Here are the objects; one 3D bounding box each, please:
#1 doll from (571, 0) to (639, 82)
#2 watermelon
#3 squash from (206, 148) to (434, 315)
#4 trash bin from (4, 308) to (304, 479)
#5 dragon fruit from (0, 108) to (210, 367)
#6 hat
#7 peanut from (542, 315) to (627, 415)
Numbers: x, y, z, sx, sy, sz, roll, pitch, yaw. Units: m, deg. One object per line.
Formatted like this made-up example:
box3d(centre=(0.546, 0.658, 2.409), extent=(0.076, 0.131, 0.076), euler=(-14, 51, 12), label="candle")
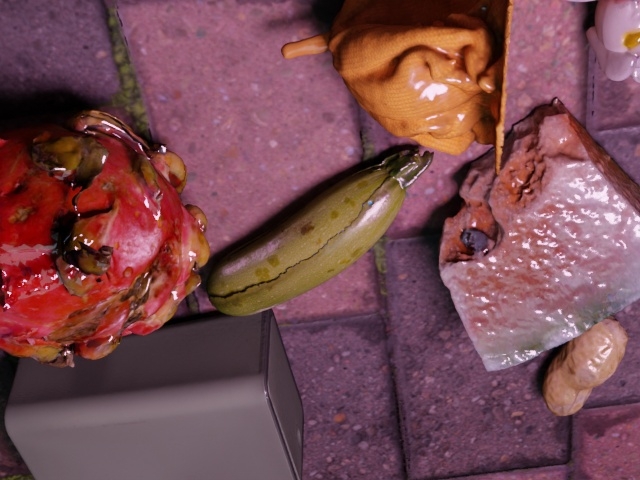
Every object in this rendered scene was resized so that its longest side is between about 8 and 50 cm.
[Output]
box3d(centre=(0.273, -0.311, 1.057), extent=(0.188, 0.099, 0.384), euler=(-25, 128, 1), label="doll")
box3d(centre=(0.274, 0.025, 1.317), extent=(0.264, 0.151, 0.302), euler=(-35, 125, 23), label="watermelon")
box3d(centre=(0.000, 0.000, 1.316), extent=(0.341, 0.095, 0.094), euler=(-33, 126, 21), label="squash")
box3d(centre=(-0.207, 0.227, 1.460), extent=(0.343, 0.158, 0.223), euler=(-8, 131, 9), label="trash bin")
box3d(centre=(-0.249, -0.008, 1.188), extent=(0.291, 0.250, 0.269), euler=(6, 143, -41), label="dragon fruit")
box3d(centre=(0.072, -0.178, 1.107), extent=(0.233, 0.244, 0.234), euler=(5, 124, 10), label="hat")
box3d(centre=(0.352, 0.172, 1.500), extent=(0.080, 0.080, 0.175), euler=(13, 128, -15), label="peanut")
